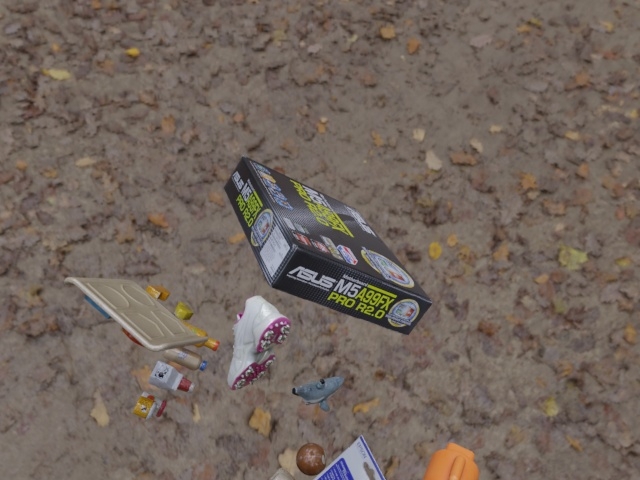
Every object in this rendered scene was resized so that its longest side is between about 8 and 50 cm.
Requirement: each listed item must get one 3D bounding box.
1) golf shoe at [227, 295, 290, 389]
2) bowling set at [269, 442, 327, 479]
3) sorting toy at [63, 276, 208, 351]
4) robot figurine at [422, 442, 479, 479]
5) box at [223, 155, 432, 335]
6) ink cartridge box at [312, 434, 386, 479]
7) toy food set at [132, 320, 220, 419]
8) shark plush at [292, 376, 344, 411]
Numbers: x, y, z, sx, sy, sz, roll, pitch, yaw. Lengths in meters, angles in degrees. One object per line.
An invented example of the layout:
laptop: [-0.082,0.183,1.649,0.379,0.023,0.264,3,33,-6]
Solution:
golf shoe: [-0.186,0.276,1.731,0.115,0.306,0.140,-8,48,-46]
bowling set: [-0.032,0.454,1.059,0.154,0.287,0.200,44,83,8]
sorting toy: [-0.331,0.144,1.251,0.229,0.307,0.041,33,93,13]
robot figurine: [0.313,0.606,1.580,0.128,0.158,0.219,51,41,-10]
box: [0.000,0.000,0.866,0.216,0.060,0.270,23,19,-30]
ink cartridge box: [0.030,0.585,1.377,0.332,0.065,0.165,-47,45,18]
toy food set: [-0.316,0.304,1.414,0.105,0.111,0.232,26,48,-7]
shark plush: [-0.014,0.309,1.374,0.067,0.161,0.073,-42,50,19]
